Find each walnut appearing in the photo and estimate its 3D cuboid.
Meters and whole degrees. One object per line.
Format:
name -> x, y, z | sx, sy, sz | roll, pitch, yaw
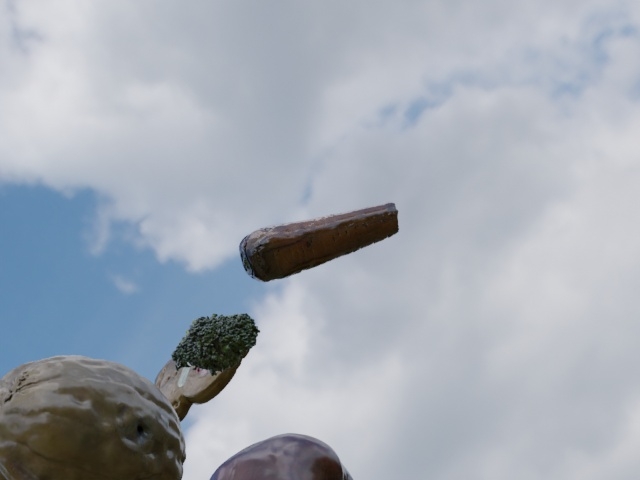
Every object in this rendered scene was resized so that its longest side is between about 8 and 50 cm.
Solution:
walnut -> -0.250, 0.214, 1.502 | 0.245, 0.198, 0.198 | 25, -69, -37

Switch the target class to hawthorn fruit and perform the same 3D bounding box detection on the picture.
hawthorn fruit -> -0.079, 0.374, 2.012 | 0.248, 0.208, 0.208 | -2, -26, 15

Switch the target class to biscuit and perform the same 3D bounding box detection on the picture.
biscuit -> -0.210, 0.223, 2.418 | 0.035, 0.184, 0.249 | 41, -44, -23

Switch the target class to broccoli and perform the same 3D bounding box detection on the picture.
broccoli -> -0.133, 0.132, 1.840 | 0.092, 0.095, 0.097 | 98, -166, -68

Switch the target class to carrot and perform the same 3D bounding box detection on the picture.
carrot -> 0.000, 0.000, 1.422 | 0.161, 0.055, 0.055 | -14, -36, -11
